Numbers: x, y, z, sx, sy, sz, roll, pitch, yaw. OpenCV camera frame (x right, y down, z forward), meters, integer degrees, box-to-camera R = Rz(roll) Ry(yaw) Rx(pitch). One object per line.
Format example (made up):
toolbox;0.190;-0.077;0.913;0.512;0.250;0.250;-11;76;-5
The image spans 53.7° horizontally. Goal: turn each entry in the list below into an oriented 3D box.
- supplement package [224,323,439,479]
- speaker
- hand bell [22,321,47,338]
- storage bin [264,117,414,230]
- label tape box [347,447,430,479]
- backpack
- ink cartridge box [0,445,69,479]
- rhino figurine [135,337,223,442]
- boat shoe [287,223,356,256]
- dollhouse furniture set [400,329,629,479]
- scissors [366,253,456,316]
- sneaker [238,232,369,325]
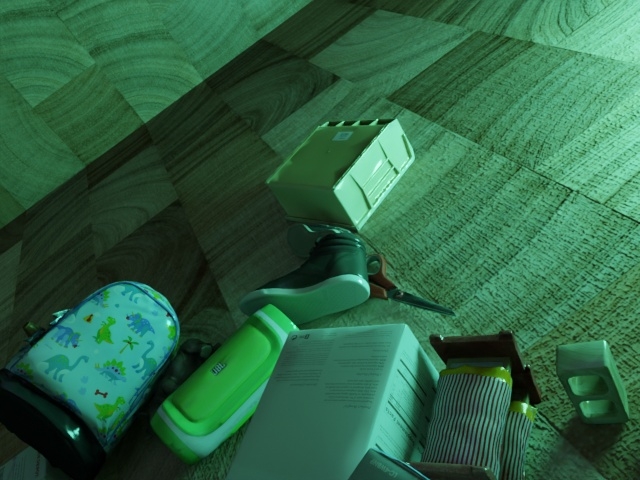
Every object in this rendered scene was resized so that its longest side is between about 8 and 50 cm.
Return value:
supplement package;0.038;0.280;0.857;0.199;0.198;0.263;-9;40;34
speaker;-0.160;0.257;1.143;0.296;0.131;0.131;-44;33;-14
hand bell;-0.558;0.264;1.387;0.126;0.242;0.126;-27;31;18
storage bin;0.046;-0.169;1.512;0.262;0.123;0.260;10;53;49
label tape box;0.039;0.424;0.617;0.115;0.249;0.348;11;54;50
backpack;-0.445;0.248;1.286;0.355;0.290;0.273;-45;-8;-49
ink cartridge box;-0.600;0.500;1.282;0.175;0.072;0.127;-35;32;0
rhino figurine;-0.285;0.296;1.257;0.106;0.073;0.243;-2;48;47
boat shoe;0.000;0.000;1.411;0.065;0.075;0.206;-3;5;-37
dollhouse furniture set;0.301;0.218;0.735;0.374;0.152;0.201;-11;39;33
scissors;0.130;0.106;1.173;0.109;0.021;0.297;-39;34;-7
sneaker;-0.026;0.076;1.263;0.295;0.104;0.147;-17;40;29
